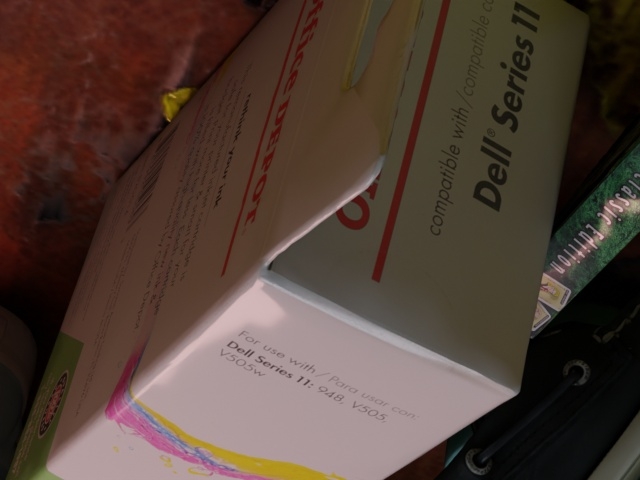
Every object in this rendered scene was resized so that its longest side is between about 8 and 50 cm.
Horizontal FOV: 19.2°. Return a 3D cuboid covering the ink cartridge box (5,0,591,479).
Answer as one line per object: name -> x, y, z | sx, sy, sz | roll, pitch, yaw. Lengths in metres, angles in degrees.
ink cartridge box -> 0.000, 0.000, 0.823 | 0.119, 0.207, 0.353 | 27, 144, -16

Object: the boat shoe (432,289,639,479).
boat shoe -> 0.089, 0.091, 0.866 | 0.113, 0.340, 0.127 | 35, 167, 13

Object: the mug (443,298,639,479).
mug -> 0.128, 0.096, 1.021 | 0.129, 0.097, 0.158 | 30, 143, -25

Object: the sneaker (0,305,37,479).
sneaker -> -0.257, 0.180, 1.220 | 0.135, 0.150, 0.366 | 12, 146, 3

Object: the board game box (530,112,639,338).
board game box -> 0.161, -0.066, 0.743 | 0.030, 0.136, 0.259 | 42, 144, 4
